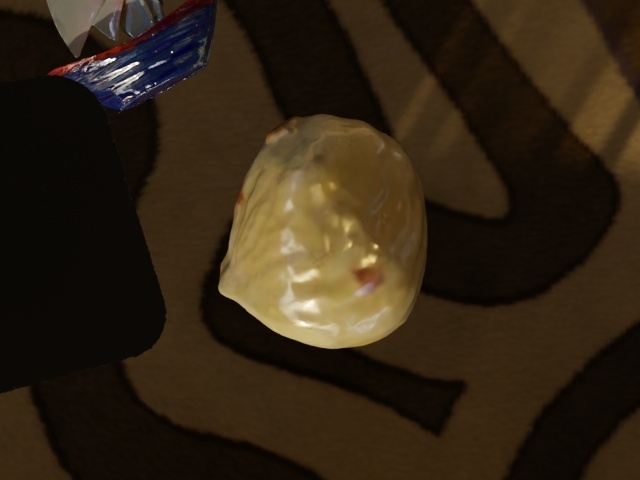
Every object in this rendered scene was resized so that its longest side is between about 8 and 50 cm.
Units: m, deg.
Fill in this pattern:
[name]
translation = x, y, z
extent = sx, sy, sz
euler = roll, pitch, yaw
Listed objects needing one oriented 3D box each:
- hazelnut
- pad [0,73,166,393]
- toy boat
[hazelnut]
translation = 0.000, 0.000, 1.575
extent = 0.241, 0.261, 0.261
euler = -15, 95, -9
[pad]
translation = -0.330, -0.016, 1.112
extent = 0.375, 0.063, 0.315
euler = -12, 81, -31
[toy boat]
translation = -0.263, -0.284, 1.656
extent = 0.318, 0.072, 0.219
euler = 42, 107, 8
